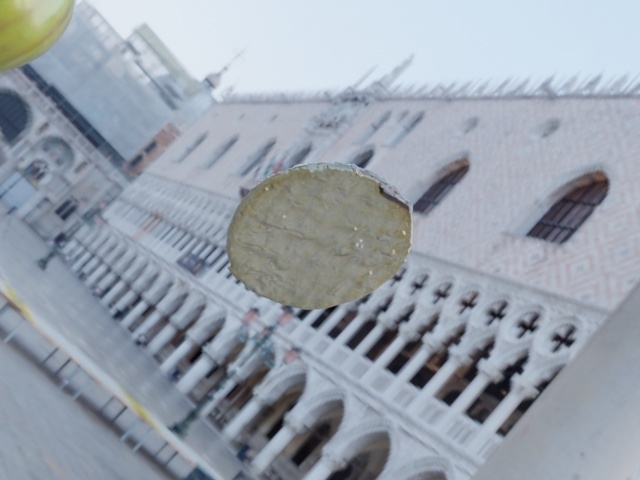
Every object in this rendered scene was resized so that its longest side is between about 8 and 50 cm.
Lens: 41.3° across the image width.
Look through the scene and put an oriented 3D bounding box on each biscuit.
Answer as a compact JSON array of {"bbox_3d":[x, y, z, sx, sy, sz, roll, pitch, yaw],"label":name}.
[{"bbox_3d":[0.000,0.000,0.519,0.120,0.120,0.015,54,17,-40],"label":"biscuit"}]

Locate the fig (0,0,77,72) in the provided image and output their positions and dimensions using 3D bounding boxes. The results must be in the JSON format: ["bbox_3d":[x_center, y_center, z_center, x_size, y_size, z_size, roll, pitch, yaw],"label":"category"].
[{"bbox_3d":[-0.182,-0.100,0.336,0.093,0.166,0.093,51,-30,45],"label":"fig"}]
